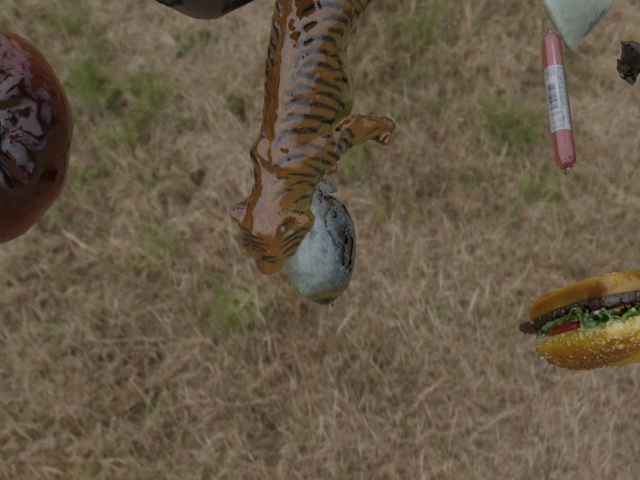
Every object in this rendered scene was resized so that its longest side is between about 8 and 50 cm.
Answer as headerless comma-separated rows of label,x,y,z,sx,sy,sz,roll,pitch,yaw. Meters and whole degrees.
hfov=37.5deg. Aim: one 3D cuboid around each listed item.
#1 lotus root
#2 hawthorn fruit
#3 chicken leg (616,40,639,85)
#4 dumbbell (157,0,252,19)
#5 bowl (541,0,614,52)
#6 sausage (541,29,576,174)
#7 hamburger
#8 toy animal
lotus root,0.000,0.000,1.150,0.088,0.088,0.165,0,96,10
hawthorn fruit,-0.271,-0.074,0.708,0.169,0.169,0.188,-46,19,-20
chicken leg,0.290,-0.145,0.753,0.106,0.253,0.051,39,95,5
dumbbell,0.035,-0.255,0.416,0.322,0.203,0.203,-30,57,-15
bowl,0.422,-0.481,1.554,0.146,0.313,0.313,-21,52,22
sausage,0.315,-0.187,1.250,0.029,0.029,0.223,-3,66,7
hamburger,0.283,0.086,0.954,0.137,0.166,0.087,-3,76,-25
toy animal,0.003,-0.095,0.575,0.057,0.241,0.099,21,20,30
